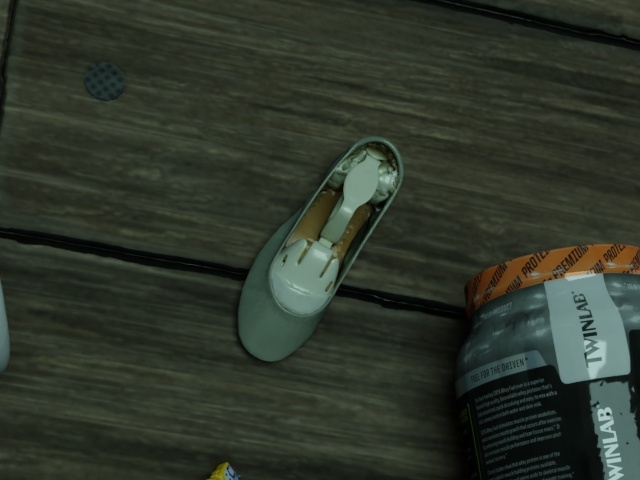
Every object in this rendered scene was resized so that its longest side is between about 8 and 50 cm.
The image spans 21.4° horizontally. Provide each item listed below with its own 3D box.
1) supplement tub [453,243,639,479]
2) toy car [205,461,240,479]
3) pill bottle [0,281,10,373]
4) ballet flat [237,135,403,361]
[{"bbox_3d":[0.210,0.173,1.309,0.193,0.193,0.316,-4,74,-19],"label":"supplement tub"},{"bbox_3d":[-0.024,0.200,1.304,0.122,0.060,0.040,42,33,-8],"label":"toy car"},{"bbox_3d":[-0.375,0.055,1.183,0.283,0.161,0.161,-15,77,-21],"label":"pill bottle"},{"bbox_3d":[0.000,0.000,1.369,0.072,0.068,0.213,34,66,-4],"label":"ballet flat"}]
